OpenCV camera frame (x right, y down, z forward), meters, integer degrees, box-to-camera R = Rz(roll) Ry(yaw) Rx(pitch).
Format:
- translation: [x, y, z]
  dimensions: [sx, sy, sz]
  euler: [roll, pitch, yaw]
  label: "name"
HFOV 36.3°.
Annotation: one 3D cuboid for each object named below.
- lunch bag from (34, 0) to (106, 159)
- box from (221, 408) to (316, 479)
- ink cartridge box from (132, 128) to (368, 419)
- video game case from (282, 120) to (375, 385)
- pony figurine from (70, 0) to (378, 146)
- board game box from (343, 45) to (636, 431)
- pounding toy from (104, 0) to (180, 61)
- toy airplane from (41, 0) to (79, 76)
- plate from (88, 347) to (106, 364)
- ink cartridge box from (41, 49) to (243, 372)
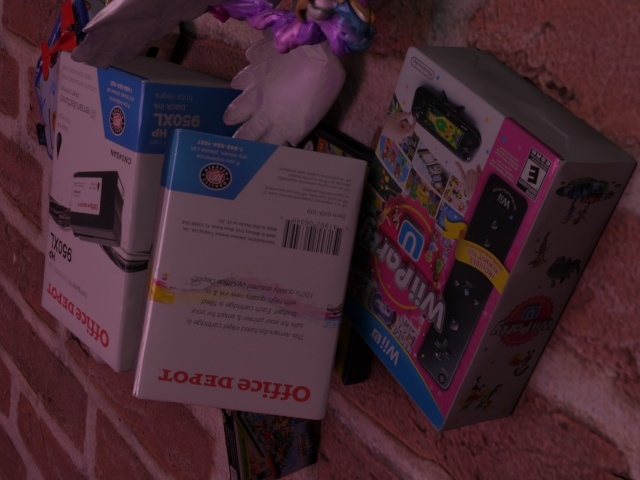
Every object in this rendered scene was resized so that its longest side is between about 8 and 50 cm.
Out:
- translation: [-0.433, -0.292, 1.763]
  dimensions: [0.303, 0.115, 0.243]
  euler: [-38, 61, 51]
  label: "lunch bag"
- translation: [-0.068, 0.210, 1.236]
  dimensions: [0.036, 0.114, 0.207]
  euler: [31, 132, 52]
  label: "box"
- translation: [-0.085, 0.031, 1.051]
  dimensions: [0.197, 0.198, 0.270]
  euler: [-158, 77, -78]
  label: "ink cartridge box"
- translation: [0.000, 0.000, 1.214]
  dimensions: [0.248, 0.035, 0.275]
  euler: [37, 123, 49]
  label: "video game case"
- translation: [-0.067, -0.294, 1.083]
  dimensions: [0.351, 0.303, 0.363]
  euler: [-34, 49, 36]
  label: "pony figurine"
- translation: [0.137, -0.004, 0.950]
  dimensions: [0.224, 0.097, 0.303]
  euler: [49, 134, 42]
  label: "board game box"
- translation: [-0.293, -0.358, 1.565]
  dimensions: [0.181, 0.094, 0.206]
  euler: [128, 137, -52]
  label: "pounding toy"
- translation: [-0.439, -0.331, 1.647]
  dimensions: [0.151, 0.028, 0.151]
  euler: [-7, 81, 54]
  label: "toy airplane"
- translation: [-0.400, 0.086, 1.824]
  dimensions: [0.278, 0.045, 0.277]
  euler: [-21, 76, 55]
  label: "plate"
- translation: [-0.258, -0.049, 1.381]
  dimensions: [0.285, 0.166, 0.395]
  euler: [26, 112, 50]
  label: "ink cartridge box"
